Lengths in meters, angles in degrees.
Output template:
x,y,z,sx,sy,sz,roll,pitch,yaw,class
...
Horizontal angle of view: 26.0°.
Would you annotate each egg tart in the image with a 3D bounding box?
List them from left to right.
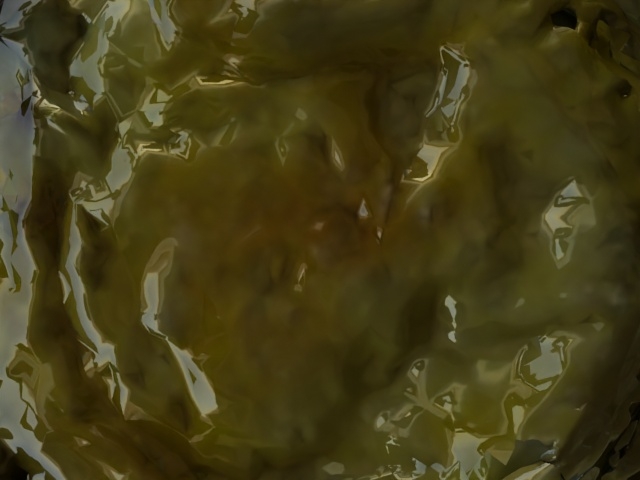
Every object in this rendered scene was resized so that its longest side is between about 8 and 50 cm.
x,y,z,sx,sy,sz,roll,pitch,yaw,class
0.000,0.000,0.353,0.107,0.290,0.291,-76,-8,-80,egg tart
